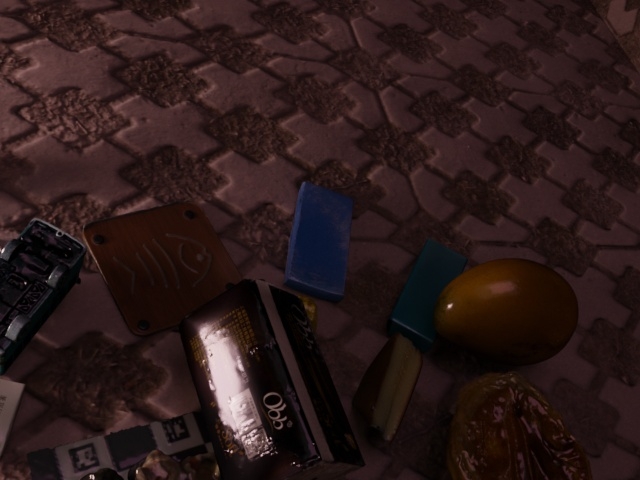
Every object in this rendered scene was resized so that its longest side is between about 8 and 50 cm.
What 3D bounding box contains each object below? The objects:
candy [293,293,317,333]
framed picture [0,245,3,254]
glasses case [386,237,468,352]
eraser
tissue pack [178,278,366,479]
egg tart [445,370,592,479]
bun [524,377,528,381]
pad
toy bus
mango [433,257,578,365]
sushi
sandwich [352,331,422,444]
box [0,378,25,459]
[{"bbox_3d":[-0.105,0.152,1.536,0.198,0.094,0.106,15,54,-8],"label":"candy"},{"bbox_3d":[-0.640,0.039,1.412,0.066,0.007,0.089,-20,65,-37],"label":"framed picture"},{"bbox_3d":[0.254,0.128,1.756,0.117,0.070,0.301,29,48,5],"label":"glasses case"},{"bbox_3d":[0.000,0.000,1.743,0.144,0.043,0.312,19,48,-13],"label":"eraser"},{"bbox_3d":[-0.095,0.280,1.320,0.198,0.209,0.370,39,25,-58],"label":"tissue pack"},{"bbox_3d":[0.381,0.461,1.489,0.351,0.153,0.339,45,48,12],"label":"egg tart"},{"bbox_3d":[0.440,0.361,1.657,0.115,0.069,0.115,32,43,-35],"label":"bun"},{"bbox_3d":[-0.326,0.048,1.559,0.284,0.018,0.287,-17,65,-36],"label":"pad"},{"bbox_3d":[-0.543,0.099,1.317,0.128,0.147,0.256,31,51,-3],"label":"toy bus"},{"bbox_3d":[0.421,0.160,1.665,0.377,0.264,0.221,8,41,-32],"label":"mango"},{"bbox_3d":[-0.268,0.427,1.223,0.372,0.100,0.296,-7,58,-31],"label":"sushi"},{"bbox_3d":[0.139,0.314,1.526,0.094,0.096,0.258,36,45,-5],"label":"sandwich"},{"bbox_3d":[-0.632,0.274,1.207,0.245,0.035,0.139,15,49,-15],"label":"box"}]
